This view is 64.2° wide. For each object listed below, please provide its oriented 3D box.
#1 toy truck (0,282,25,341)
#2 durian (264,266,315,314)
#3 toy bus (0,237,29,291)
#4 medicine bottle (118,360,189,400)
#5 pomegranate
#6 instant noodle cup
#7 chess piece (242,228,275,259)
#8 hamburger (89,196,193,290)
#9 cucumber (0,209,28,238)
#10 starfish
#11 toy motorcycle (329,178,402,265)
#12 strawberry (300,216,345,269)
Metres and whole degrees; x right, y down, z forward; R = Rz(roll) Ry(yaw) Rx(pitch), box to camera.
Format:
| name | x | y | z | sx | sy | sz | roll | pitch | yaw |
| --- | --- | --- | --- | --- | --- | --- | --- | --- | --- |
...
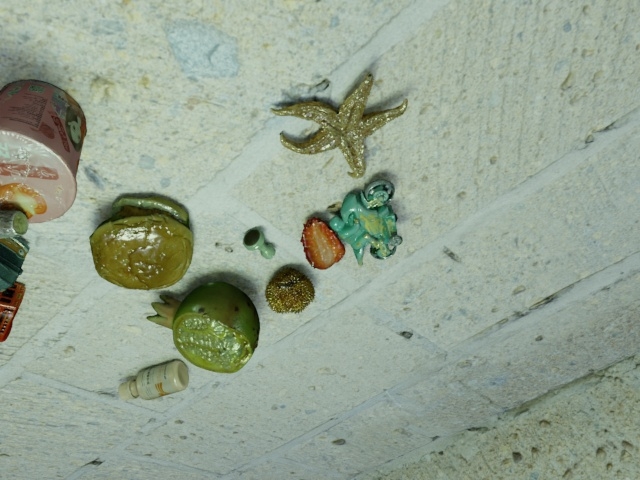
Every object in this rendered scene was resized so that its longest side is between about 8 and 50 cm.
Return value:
| name | x | y | z | sx | sy | sz | roll | pitch | yaw |
| --- | --- | --- | --- | --- | --- | --- | --- | --- | --- |
| toy truck | -0.976 | 0.225 | 1.529 | 0.114 | 0.108 | 0.253 | 22 | 127 | -28 |
| durian | -0.100 | 0.163 | 1.608 | 0.158 | 0.137 | 0.168 | -35 | 143 | -4 |
| toy bus | -0.931 | 0.085 | 1.354 | 0.275 | 0.167 | 0.138 | -26 | 133 | 15 |
| medicine bottle | -0.624 | 0.531 | 1.897 | 0.252 | 0.114 | 0.114 | -18 | 135 | 9 |
| pomegranate | -0.347 | 0.243 | 1.606 | 0.358 | 0.216 | 0.310 | 21 | 136 | 12 |
| instant noodle cup | -0.620 | -0.197 | 1.076 | 0.242 | 0.231 | 0.243 | -5 | 135 | -5 |
| chess piece | -0.174 | 0.016 | 1.495 | 0.067 | 0.067 | 0.103 | -25 | 142 | 15 |
| hamburger | -0.484 | 0.020 | 1.391 | 0.265 | 0.134 | 0.285 | 1 | 137 | -8 |
| cucumber | -0.657 | -0.030 | 1.033 | 0.111 | 0.064 | 0.064 | -2 | 135 | -10 |
| starfish | 0.056 | -0.285 | 1.229 | 0.302 | 0.060 | 0.299 | -33 | 125 | 30 |
| toy motorcycle | 0.131 | -0.038 | 1.459 | 0.198 | 0.109 | 0.297 | -14 | 133 | 5 |
| strawberry | 0.000 | 0.000 | 1.504 | 0.121 | 0.082 | 0.188 | -24 | 126 | -7 |
